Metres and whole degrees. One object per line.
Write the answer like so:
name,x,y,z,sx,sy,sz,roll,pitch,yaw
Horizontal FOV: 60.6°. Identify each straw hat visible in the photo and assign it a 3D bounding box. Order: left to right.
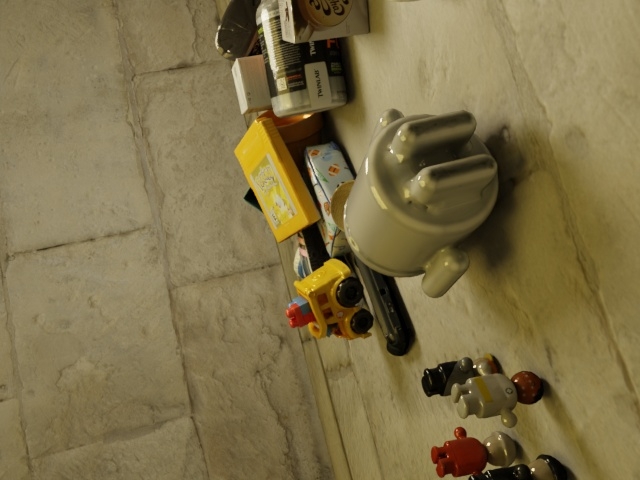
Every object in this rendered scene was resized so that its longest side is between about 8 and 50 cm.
straw hat,0.100,-0.079,1.365,0.061,0.144,0.144,-14,-88,-62

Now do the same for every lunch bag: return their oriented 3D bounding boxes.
lunch bag,0.032,-0.116,1.545,0.243,0.115,0.303,95,157,-61

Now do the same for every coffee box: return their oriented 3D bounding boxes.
coffee box,-0.005,-0.574,1.126,0.119,0.168,0.297,-127,28,-61

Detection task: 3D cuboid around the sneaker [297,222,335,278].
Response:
sneaker,-0.036,-0.011,1.709,0.131,0.112,0.319,142,124,-63

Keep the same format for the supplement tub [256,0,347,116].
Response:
supplement tub,-0.049,-0.476,1.355,0.193,0.193,0.316,-150,48,-73

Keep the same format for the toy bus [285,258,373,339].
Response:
toy bus,0.013,0.191,1.475,0.149,0.211,0.220,24,138,63

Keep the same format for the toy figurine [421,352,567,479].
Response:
toy figurine,0.266,0.290,0.861,0.213,0.148,0.209,147,116,-79

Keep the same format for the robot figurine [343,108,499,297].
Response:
robot figurine,0.148,-0.060,0.876,0.353,0.200,0.300,111,145,-68

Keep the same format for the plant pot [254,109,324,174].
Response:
plant pot,-0.076,-0.298,1.663,0.205,0.205,0.188,-123,14,-58

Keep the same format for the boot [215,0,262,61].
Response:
boot,-0.130,-0.658,1.546,0.377,0.138,0.284,-61,-10,12

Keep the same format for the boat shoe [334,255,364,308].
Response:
boat shoe,0.072,0.127,1.662,0.226,0.083,0.076,-115,17,-47

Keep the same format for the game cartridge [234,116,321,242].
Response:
game cartridge,-0.136,-0.167,1.586,0.323,0.053,0.285,62,155,0

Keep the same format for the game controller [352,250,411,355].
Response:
game controller,0.154,0.137,1.405,0.166,0.067,0.319,70,-179,-63

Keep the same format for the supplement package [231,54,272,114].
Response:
supplement package,-0.107,-0.442,1.519,0.139,0.244,0.134,-160,57,-74

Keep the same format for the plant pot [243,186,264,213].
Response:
plant pot,-0.121,-0.180,1.876,0.166,0.165,0.234,-55,-2,18

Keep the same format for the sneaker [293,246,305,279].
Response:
sneaker,0.000,0.000,1.828,0.147,0.130,0.330,30,129,42
